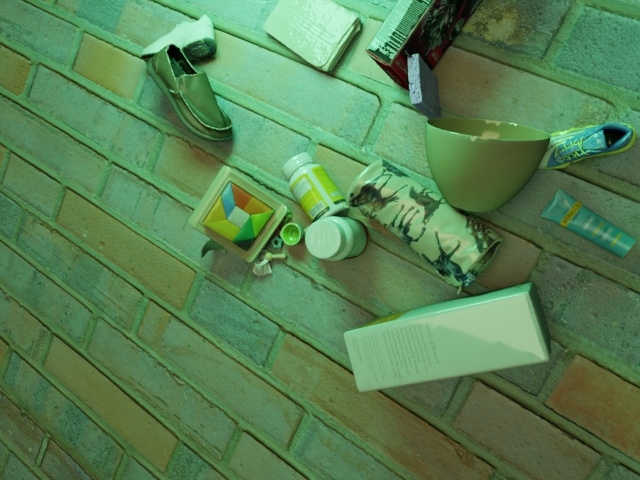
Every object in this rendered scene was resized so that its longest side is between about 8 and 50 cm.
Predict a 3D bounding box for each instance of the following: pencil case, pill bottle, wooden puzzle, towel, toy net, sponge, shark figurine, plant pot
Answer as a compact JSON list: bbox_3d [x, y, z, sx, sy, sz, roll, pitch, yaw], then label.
[{"bbox_3d":[0.258,-0.046,1.285,0.410,0.160,0.184,37,102,18],"label":"pencil case"},{"bbox_3d":[0.049,-0.005,1.344,0.121,0.221,0.121,1,92,24],"label":"pill bottle"},{"bbox_3d":[-0.018,-0.146,1.425,0.119,0.119,0.209,-38,77,20],"label":"pill bottle"},{"bbox_3d":[-0.253,-0.074,1.494,0.238,0.044,0.221,34,103,-8],"label":"wooden puzzle"},{"bbox_3d":[-0.028,-0.642,1.456,0.282,0.049,0.187,42,105,18],"label":"towel"},{"bbox_3d":[-0.152,0.016,1.529,0.232,0.045,0.122,-45,75,18],"label":"toy net"},{"bbox_3d":[0.267,-0.382,1.245,0.031,0.210,0.117,-5,89,26],"label":"sponge"},{"bbox_3d":[-0.318,-0.088,1.564,0.278,0.116,0.166,-46,73,16],"label":"shark figurine"},{"bbox_3d":[0.384,-0.179,1.185,0.283,0.284,0.191,15,116,23],"label":"plant pot"}]

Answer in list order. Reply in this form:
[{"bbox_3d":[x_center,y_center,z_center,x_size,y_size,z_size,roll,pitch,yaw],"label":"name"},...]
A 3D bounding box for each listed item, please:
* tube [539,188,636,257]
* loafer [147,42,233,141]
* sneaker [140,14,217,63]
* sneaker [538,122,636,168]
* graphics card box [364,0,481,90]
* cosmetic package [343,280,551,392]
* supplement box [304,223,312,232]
[{"bbox_3d":[0.647,-0.038,1.181,0.207,0.052,0.080,38,95,24],"label":"tube"},{"bbox_3d":[-0.404,-0.467,1.537,0.366,0.134,0.130,48,133,1],"label":"loafer"},{"bbox_3d":[-0.468,-0.654,1.632,0.296,0.111,0.130,-7,72,21],"label":"sneaker"},{"bbox_3d":[0.605,-0.230,1.146,0.240,0.126,0.091,-14,86,23],"label":"sneaker"},{"bbox_3d":[0.286,-0.573,1.219,0.094,0.232,0.371,41,106,21],"label":"graphics card box"},{"bbox_3d":[0.315,0.241,1.221,0.452,0.230,0.162,-18,84,25],"label":"cosmetic package"},{"bbox_3d":[0.000,0.000,1.452,0.036,0.062,0.099,-34,79,22],"label":"supplement box"}]
